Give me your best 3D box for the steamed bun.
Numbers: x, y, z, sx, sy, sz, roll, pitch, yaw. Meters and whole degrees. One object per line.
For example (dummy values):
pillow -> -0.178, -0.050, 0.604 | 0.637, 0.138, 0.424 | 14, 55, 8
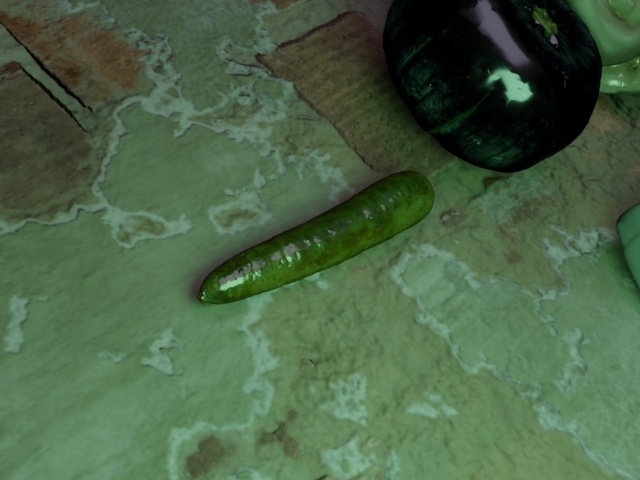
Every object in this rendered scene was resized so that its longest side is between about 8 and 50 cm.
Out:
steamed bun -> 0.448, -0.415, 1.814 | 0.342, 0.255, 0.368 | 45, 71, -34

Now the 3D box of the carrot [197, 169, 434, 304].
carrot -> 0.000, 0.000, 1.439 | 0.358, 0.074, 0.074 | -26, 66, -34

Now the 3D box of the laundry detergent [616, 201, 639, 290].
laundry detergent -> 0.564, 0.094, 1.498 | 0.124, 0.264, 0.398 | 3, 61, -64

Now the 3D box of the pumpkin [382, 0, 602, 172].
pumpkin -> 0.221, -0.239, 1.617 | 0.315, 0.238, 0.315 | 21, 51, -28
